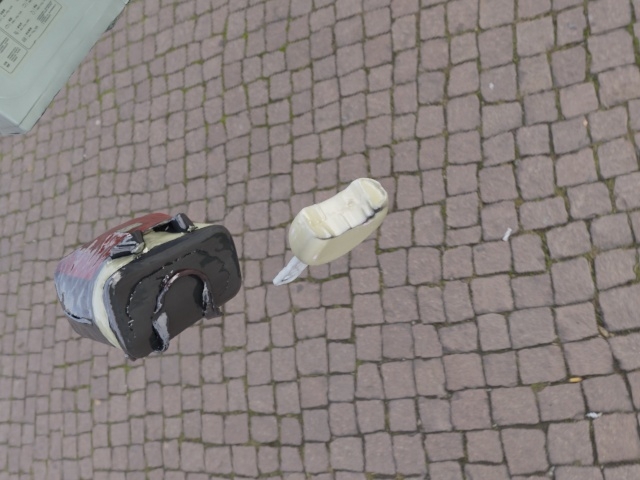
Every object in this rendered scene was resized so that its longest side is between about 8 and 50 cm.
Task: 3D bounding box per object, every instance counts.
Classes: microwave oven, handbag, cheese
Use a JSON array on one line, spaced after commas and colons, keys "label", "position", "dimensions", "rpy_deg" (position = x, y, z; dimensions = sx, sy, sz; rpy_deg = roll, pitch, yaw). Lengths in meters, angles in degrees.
[{"label": "microwave oven", "position": [-0.309, -0.231, 0.552], "dimensions": [0.122, 0.162, 0.208], "rpy_deg": [10, 66, 48]}, {"label": "handbag", "position": [-0.257, 0.055, 0.862], "dimensions": [0.181, 0.254, 0.182], "rpy_deg": [8, 117, 36]}, {"label": "cheese", "position": [0.013, -0.003, 0.925], "dimensions": [0.071, 0.163, 0.249], "rpy_deg": [58, 151, 18]}]
